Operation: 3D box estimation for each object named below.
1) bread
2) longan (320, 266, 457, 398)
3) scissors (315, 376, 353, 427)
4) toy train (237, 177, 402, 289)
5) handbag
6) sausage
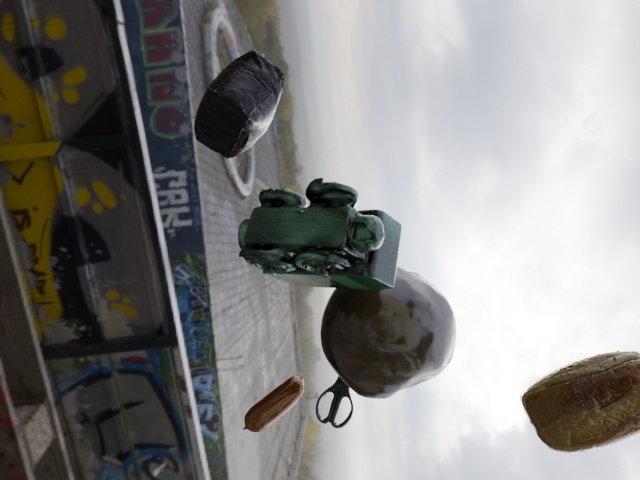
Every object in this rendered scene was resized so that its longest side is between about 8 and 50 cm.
[{"bbox_3d":[0.476,0.276,0.857,0.106,0.236,0.140,57,8,-67],"label":"bread"},{"bbox_3d":[0.153,0.201,1.099,0.288,0.350,0.289,-16,-111,47],"label":"longan"},{"bbox_3d":[0.073,0.385,1.433,0.022,0.109,0.300,65,42,-60],"label":"scissors"},{"bbox_3d":[0.000,0.000,0.917,0.238,0.299,0.167,29,68,-50],"label":"toy train"},{"bbox_3d":[-0.180,-0.300,1.108,0.215,0.155,0.169,-35,-155,60],"label":"handbag"},{"bbox_3d":[-0.106,0.388,1.168,0.062,0.183,0.054,60,-20,-7],"label":"sausage"}]
